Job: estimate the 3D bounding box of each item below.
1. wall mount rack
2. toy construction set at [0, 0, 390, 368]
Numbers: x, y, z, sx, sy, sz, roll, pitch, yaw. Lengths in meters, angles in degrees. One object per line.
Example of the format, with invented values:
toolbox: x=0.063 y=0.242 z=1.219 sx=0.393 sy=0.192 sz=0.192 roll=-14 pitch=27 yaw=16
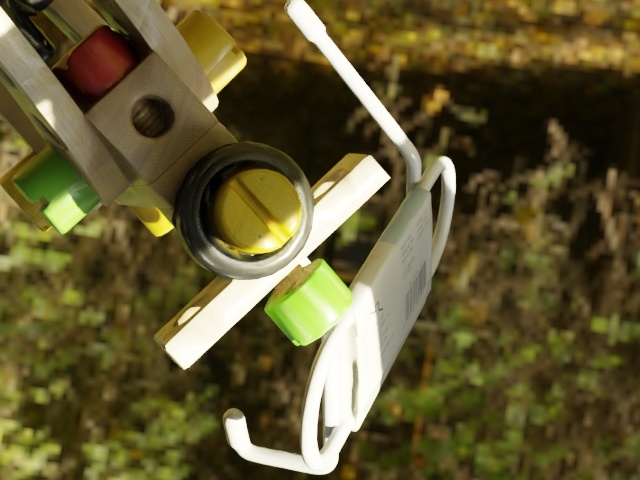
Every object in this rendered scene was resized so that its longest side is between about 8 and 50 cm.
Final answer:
wall mount rack: x=0.000 y=0.000 z=1.487 sx=0.130 sy=0.304 sz=0.350 roll=10 pitch=-144 yaw=17
toy construction set: x=-0.063 y=-0.072 z=0.897 sx=0.237 sy=0.309 sz=0.257 roll=43 pitch=147 yaw=-5
